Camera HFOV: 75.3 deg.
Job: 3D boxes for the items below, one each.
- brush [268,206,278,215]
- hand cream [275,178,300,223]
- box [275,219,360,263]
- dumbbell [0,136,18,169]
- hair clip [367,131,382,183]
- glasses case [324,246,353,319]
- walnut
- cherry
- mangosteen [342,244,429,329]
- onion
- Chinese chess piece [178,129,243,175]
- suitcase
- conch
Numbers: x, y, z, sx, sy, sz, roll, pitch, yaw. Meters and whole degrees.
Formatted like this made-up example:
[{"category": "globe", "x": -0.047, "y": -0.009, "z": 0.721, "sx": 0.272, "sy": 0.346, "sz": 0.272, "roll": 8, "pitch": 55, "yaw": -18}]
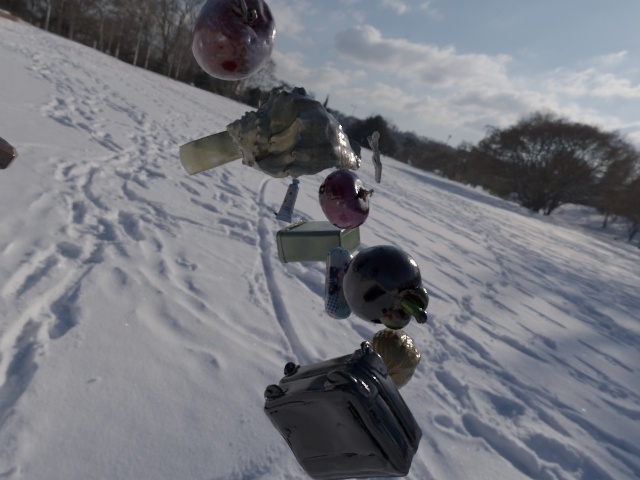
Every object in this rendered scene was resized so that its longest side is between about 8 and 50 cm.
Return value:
[{"category": "brush", "x": -0.205, "y": -0.123, "z": 1.809, "sx": 0.083, "sy": 0.013, "sz": 0.016, "roll": 36, "pitch": -18, "yaw": 38}, {"category": "hand cream", "x": -0.117, "y": -0.152, "z": 1.576, "sx": 0.065, "sy": 0.171, "sz": 0.043, "roll": 17, "pitch": -11, "yaw": -5}, {"category": "box", "x": 0.000, "y": 0.000, "z": 2.175, "sx": 0.343, "sy": 0.177, "sz": 0.352, "roll": 0, "pitch": 12, "yaw": 22}, {"category": "dumbbell", "x": -0.755, "y": -0.126, "z": 0.887, "sx": 0.082, "sy": 0.231, "sz": 0.092, "roll": 34, "pitch": -5, "yaw": 29}, {"category": "hair clip", "x": 0.240, "y": -0.356, "z": 1.768, "sx": 0.034, "sy": 0.226, "sz": 0.072, "roll": -2, "pitch": -14, "yaw": -18}, {"category": "glasses case", "x": 0.084, "y": 0.184, "z": 1.826, "sx": 0.125, "sy": 0.327, "sz": 0.076, "roll": 13, "pitch": -25, "yaw": -21}, {"category": "walnut", "x": 0.270, "y": 0.447, "z": 1.584, "sx": 0.225, "sy": 0.225, "sz": 0.261, "roll": 22, "pitch": 19, "yaw": 17}, {"category": "cherry", "x": -0.323, "y": -0.758, "z": 1.543, "sx": 0.291, "sy": 0.326, "sz": 0.335, "roll": 43, "pitch": -5, "yaw": -26}, {"category": "mangosteen", "x": 0.241, "y": 0.182, "z": 1.536, "sx": 0.306, "sy": 0.306, "sz": 0.359, "roll": 12, "pitch": 25, "yaw": -22}, {"category": "onion", "x": 0.075, "y": -0.120, "z": 1.206, "sx": 0.177, "sy": 0.153, "sz": 0.177, "roll": 61, "pitch": 3, "yaw": -5}, {"category": "Chinese chess piece", "x": -0.375, "y": -0.326, "z": 1.505, "sx": 0.270, "sy": 0.112, "sz": 0.270, "roll": -18, "pitch": 14, "yaw": 5}, {"category": "suitcase", "x": 0.056, "y": 0.468, "z": 1.085, "sx": 0.339, "sy": 0.345, "sz": 0.188, "roll": 58, "pitch": 35, "yaw": -7}, {"category": "conch", "x": -0.046, "y": -0.235, "z": 0.944, "sx": 0.324, "sy": 0.186, "sz": 0.263, "roll": -10, "pitch": 43, "yaw": -18}]
